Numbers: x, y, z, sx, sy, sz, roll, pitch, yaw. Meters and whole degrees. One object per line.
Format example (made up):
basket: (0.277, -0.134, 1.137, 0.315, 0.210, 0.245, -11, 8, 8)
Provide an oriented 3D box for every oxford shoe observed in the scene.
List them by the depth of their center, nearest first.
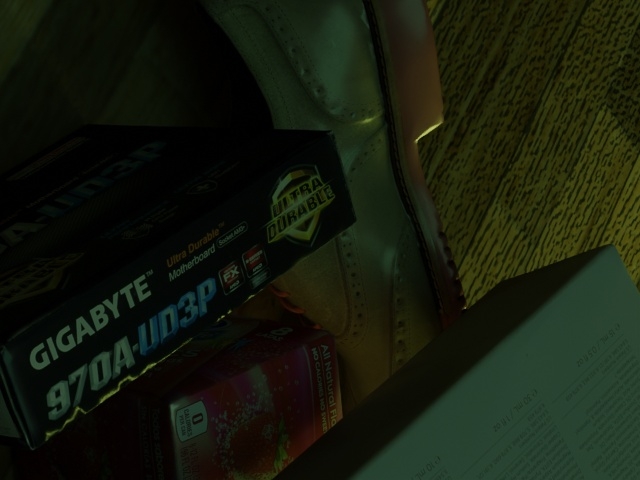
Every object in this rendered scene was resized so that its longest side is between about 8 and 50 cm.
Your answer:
oxford shoe: (0.000, 0.000, 1.119, 0.130, 0.123, 0.348, -17, 112, -19)

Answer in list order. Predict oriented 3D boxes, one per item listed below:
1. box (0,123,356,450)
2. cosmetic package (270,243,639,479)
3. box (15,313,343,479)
box: (-0.117, 0.013, 0.910, 0.220, 0.175, 0.051, -35, 118, -40)
cosmetic package: (0.086, 0.214, 0.983, 0.377, 0.097, 0.284, -36, 99, -42)
box: (-0.064, 0.175, 1.035, 0.128, 0.122, 0.257, -20, 110, -47)
